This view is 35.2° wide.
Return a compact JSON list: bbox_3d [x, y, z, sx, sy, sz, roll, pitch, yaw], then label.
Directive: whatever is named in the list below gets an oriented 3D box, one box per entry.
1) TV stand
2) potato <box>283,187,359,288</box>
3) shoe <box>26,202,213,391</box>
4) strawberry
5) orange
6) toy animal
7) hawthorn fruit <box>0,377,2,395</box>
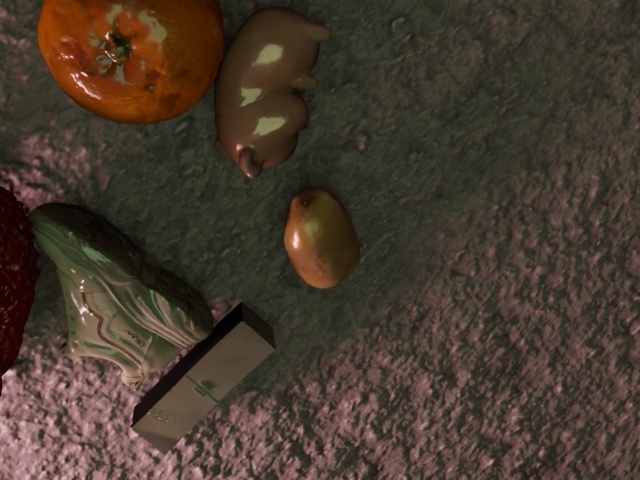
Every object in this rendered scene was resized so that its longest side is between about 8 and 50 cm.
[{"bbox_3d":[-0.199,0.232,1.700,0.083,0.088,0.269,42,99,-18],"label":"TV stand"},{"bbox_3d":[0.000,0.000,1.631,0.109,0.118,0.178,1,129,29],"label":"potato"},{"bbox_3d":[-0.358,0.101,1.610,0.342,0.132,0.210,41,101,-19],"label":"shoe"},{"bbox_3d":[-0.532,0.057,1.462,0.261,0.258,0.261,-13,136,-13],"label":"strawberry"},{"bbox_3d":[-0.265,-0.292,1.429,0.261,0.261,0.261,-2,110,-6],"label":"orange"},{"bbox_3d":[-0.082,-0.226,1.513,0.154,0.166,0.250,12,100,-5],"label":"toy animal"},{"bbox_3d":[-0.600,0.239,1.593,0.205,0.205,0.253,-42,102,9],"label":"hawthorn fruit"}]
